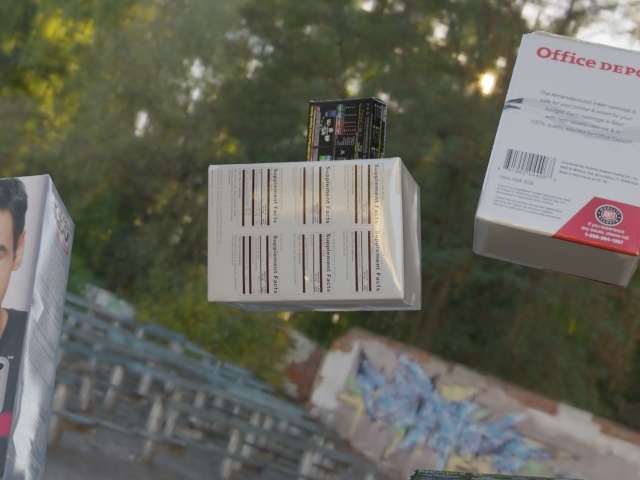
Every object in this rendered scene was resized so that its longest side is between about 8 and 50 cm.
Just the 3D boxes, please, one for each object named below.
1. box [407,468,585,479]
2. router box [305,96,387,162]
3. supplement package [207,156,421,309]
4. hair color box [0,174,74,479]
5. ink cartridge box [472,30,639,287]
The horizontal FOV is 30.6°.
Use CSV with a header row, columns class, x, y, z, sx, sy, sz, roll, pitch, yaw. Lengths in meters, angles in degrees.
class,x,y,z,sx,sy,sz,roll,pitch,yaw
box,0.263,0.388,1.738,0.270,0.060,0.216,2,-5,9
router box,0.029,-0.110,1.418,0.092,0.122,0.038,1,-6,32
supplement package,0.000,0.000,1.275,0.203,0.149,0.194,-1,-7,10
hair color box,-0.390,0.114,1.278,0.185,0.374,0.113,-4,-35,5
ink cartridge box,0.316,-0.103,1.449,0.197,0.272,0.114,14,-21,11
